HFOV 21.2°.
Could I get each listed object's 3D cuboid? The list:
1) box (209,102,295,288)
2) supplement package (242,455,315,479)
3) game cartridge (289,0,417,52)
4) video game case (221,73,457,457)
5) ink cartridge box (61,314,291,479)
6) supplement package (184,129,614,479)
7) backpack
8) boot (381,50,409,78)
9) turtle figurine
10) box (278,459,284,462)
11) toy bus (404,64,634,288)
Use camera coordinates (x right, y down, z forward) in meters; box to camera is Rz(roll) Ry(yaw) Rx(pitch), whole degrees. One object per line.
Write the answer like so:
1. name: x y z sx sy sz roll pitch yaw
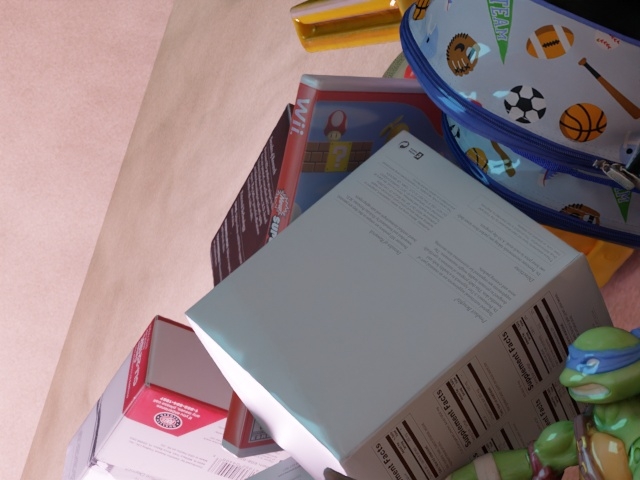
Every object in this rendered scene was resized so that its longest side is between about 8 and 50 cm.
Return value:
1. box: 0.000 0.000 1.821 0.203 0.168 0.167 -60 20 26
2. supplement package: 0.053 0.300 1.250 0.199 0.198 0.262 -31 39 36
3. game cartridge: 0.161 -0.246 1.491 0.052 0.324 0.285 70 165 -10
4. video game case: 0.033 0.018 1.284 0.025 0.204 0.285 26 110 41
5. ink cartridge box: -0.163 0.236 1.985 0.273 0.197 0.114 -54 23 38
6. supplement package: 0.060 0.073 1.153 0.203 0.149 0.194 -40 45 -11
7. backpack: 0.187 -0.128 1.185 0.213 0.263 0.276 -62 21 20
8. boot: 0.113 -0.116 1.740 0.203 0.095 0.262 -19 51 66
9. turtle figurine: 0.147 0.203 1.001 0.198 0.266 0.275 -10 18 32
10. box: 0.018 0.315 1.496 0.183 0.056 0.231 1 69 39
11. toy bus: 0.157 -0.081 1.407 0.149 0.211 0.220 -45 32 48
